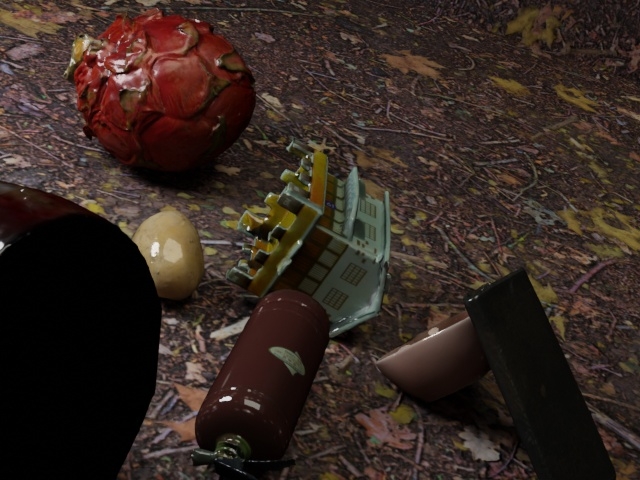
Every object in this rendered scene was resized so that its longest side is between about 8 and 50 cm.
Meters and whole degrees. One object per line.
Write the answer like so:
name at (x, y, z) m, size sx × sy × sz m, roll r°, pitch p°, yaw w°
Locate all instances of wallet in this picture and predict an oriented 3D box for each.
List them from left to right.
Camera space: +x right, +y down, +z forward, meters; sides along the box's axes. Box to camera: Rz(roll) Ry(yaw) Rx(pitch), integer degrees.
wallet at (0.289, 0.201, 1.353) m, size 0.170 × 0.044 × 0.321 m, roll -20°, pitch 87°, yaw -53°

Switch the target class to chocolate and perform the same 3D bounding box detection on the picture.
chocolate at (-0.394, 0.103, 1.016) m, size 0.331 × 0.383 × 0.384 m, roll 14°, pitch 26°, yaw 22°

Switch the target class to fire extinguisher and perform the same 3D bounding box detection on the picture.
fire extinguisher at (-0.066, 0.189, 1.250) m, size 0.136 × 0.114 × 0.337 m, roll 3°, pitch 27°, yaw 13°

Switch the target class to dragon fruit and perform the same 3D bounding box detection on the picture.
dragon fruit at (-0.260, -0.248, 1.724) m, size 0.343 × 0.277 × 0.277 m, roll 14°, pitch 28°, yaw -32°

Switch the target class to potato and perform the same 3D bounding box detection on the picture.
potato at (-0.221, 0.022, 1.461) m, size 0.112 × 0.112 × 0.147 m, roll 8°, pitch 38°, yaw -21°

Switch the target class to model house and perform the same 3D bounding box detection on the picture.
model house at (0.000, 0.000, 1.530) m, size 0.215 × 0.198 × 0.224 m, roll 27°, pitch 27°, yaw -13°

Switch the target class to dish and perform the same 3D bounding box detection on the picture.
dish at (0.190, 0.162, 1.446) m, size 0.213 × 0.213 × 0.090 m, roll -23°, pitch 83°, yaw -51°
